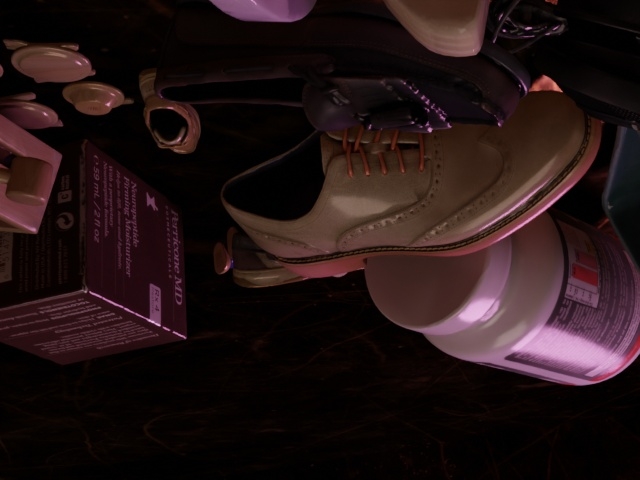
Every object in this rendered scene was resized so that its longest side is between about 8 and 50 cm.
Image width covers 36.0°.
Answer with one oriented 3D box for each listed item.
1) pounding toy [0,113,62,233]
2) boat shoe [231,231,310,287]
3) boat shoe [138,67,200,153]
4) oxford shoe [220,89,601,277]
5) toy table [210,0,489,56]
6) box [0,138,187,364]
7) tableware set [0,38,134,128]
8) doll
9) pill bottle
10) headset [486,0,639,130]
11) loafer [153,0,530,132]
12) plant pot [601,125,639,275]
[{"bbox_3d":[-0.305,-0.080,0.850,0.206,0.094,0.181,5,162,26],"label":"pounding toy"},{"bbox_3d":[-0.001,0.000,1.188,0.224,0.073,0.080,-13,-159,-19],"label":"boat shoe"},{"bbox_3d":[-0.143,-0.110,0.924,0.050,0.045,0.135,-7,158,5],"label":"boat shoe"},{"bbox_3d":[0.076,-0.062,0.980,0.397,0.140,0.146,-21,146,30],"label":"oxford shoe"},{"bbox_3d":[0.016,-0.210,0.485,0.161,0.252,0.274,5,173,18],"label":"toy table"},{"bbox_3d":[-0.265,0.020,1.056,0.167,0.168,0.203,-13,157,18],"label":"box"},{"bbox_3d":[-0.250,-0.136,0.865,0.141,0.020,0.168,-4,164,12],"label":"tableware set"},{"bbox_3d":[-0.043,0.021,1.270,0.189,0.046,0.129,5,145,-34],"label":"doll"},{"bbox_3d":[0.235,0.052,1.193,0.210,0.210,0.363,-23,152,37],"label":"pill bottle"},{"bbox_3d":[0.231,-0.177,0.615,0.185,0.243,0.394,8,176,-21],"label":"headset"},{"bbox_3d":[0.001,-0.112,0.702,0.303,0.095,0.109,20,170,35],"label":"loafer"},{"bbox_3d":[0.471,-0.031,1.017,0.252,0.247,0.247,-22,157,0],"label":"plant pot"}]
